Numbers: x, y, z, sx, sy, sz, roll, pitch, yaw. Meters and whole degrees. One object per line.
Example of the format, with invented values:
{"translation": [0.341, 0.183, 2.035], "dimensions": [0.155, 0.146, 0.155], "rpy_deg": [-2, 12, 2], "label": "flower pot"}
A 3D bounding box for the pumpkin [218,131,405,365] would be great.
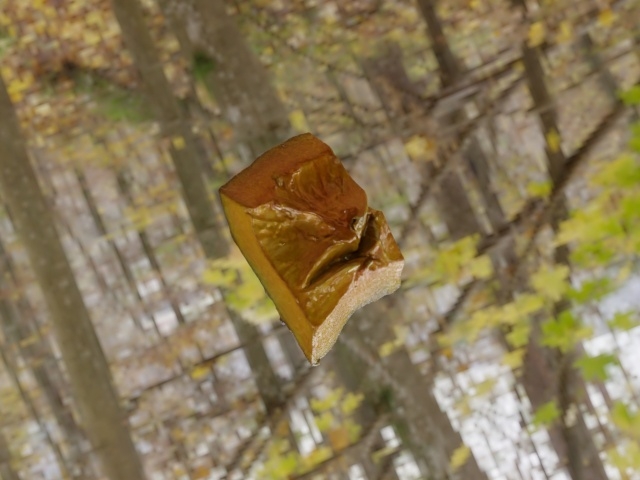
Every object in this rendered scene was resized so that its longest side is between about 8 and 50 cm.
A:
{"translation": [-0.001, -0.001, 0.717], "dimensions": [0.073, 0.101, 0.035], "rpy_deg": [-34, 180, -28], "label": "pumpkin"}
